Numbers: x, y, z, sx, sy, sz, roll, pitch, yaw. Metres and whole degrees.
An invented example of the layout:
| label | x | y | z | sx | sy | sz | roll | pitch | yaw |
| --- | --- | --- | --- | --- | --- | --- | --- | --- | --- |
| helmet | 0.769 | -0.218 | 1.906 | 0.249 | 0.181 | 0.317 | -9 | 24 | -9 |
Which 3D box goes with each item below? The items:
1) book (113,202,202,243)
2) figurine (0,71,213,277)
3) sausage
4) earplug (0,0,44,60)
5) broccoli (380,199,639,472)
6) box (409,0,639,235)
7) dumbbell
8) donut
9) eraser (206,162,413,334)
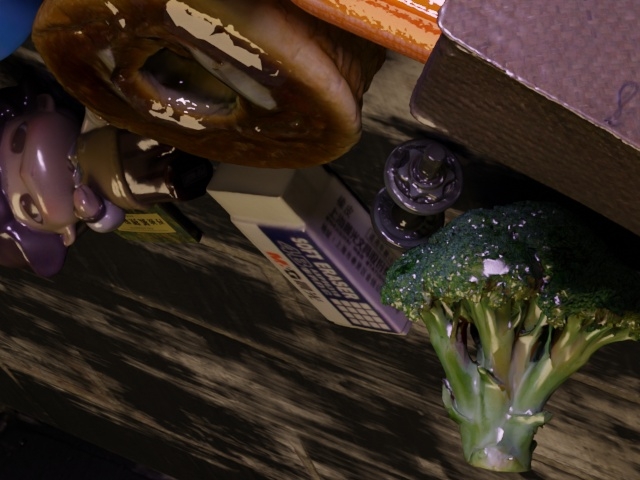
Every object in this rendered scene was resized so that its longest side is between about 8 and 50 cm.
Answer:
| label | x | y | z | sx | sy | sz | roll | pitch | yaw |
| --- | --- | --- | --- | --- | --- | --- | --- | --- | --- |
| book | -0.273 | -0.070 | 2.377 | 0.160 | 0.024 | 0.228 | 4 | 147 | 45 |
| figurine | -0.302 | -0.073 | 2.127 | 0.365 | 0.206 | 0.218 | 1 | 120 | 50 |
| sausage | 0.084 | -0.194 | 1.509 | 0.312 | 0.093 | 0.093 | 25 | 159 | 14 |
| earplug | -0.407 | -0.284 | 1.801 | 0.132 | 0.132 | 0.273 | 12 | 168 | 39 |
| broccoli | 0.201 | 0.093 | 1.793 | 0.254 | 0.269 | 0.269 | 10 | 170 | -29 |
| box | 0.222 | -0.127 | 1.348 | 0.273 | 0.184 | 0.143 | 29 | 159 | 1 |
| dumbbell | 0.096 | -0.044 | 1.864 | 0.082 | 0.081 | 0.254 | 28 | 160 | 3 |
| donut | -0.102 | -0.192 | 1.700 | 0.330 | 0.160 | 0.330 | 16 | 162 | 5 |
| eraser | 0.000 | 0.000 | 2.093 | 0.124 | 0.081 | 0.279 | 8 | 151 | 44 |
